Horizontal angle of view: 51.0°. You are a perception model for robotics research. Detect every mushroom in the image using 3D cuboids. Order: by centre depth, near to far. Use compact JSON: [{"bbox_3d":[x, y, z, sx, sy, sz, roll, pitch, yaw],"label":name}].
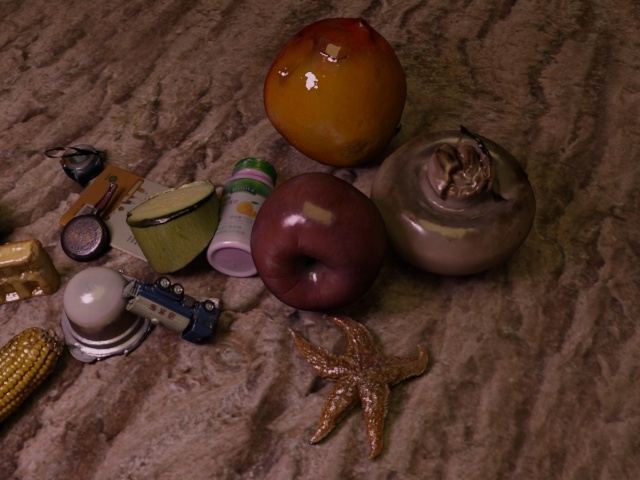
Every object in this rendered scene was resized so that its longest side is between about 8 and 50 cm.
[{"bbox_3d":[0.290,-0.104,1.468,0.362,0.295,0.362,0,55,0],"label":"mushroom"}]

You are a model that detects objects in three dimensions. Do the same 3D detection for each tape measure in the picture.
[{"bbox_3d":[-0.613,-0.221,1.658,0.107,0.180,0.104,37,78,24],"label":"tape measure"}]

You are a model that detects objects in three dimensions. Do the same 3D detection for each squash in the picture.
[{"bbox_3d":[-0.311,-0.044,1.499,0.220,0.133,0.220,-21,27,11],"label":"squash"}]

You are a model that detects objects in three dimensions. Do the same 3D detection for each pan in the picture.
[{"bbox_3d":[-0.530,-0.050,1.573,0.114,0.040,0.212,18,70,9],"label":"pan"}]

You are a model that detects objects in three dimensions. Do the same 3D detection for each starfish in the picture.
[{"bbox_3d":[0.063,0.276,1.333,0.299,0.060,0.302,8,54,4],"label":"starfish"}]

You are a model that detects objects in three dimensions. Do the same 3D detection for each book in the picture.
[{"bbox_3d":[-0.452,-0.066,1.624,0.295,0.020,0.208,22,57,16],"label":"book"}]

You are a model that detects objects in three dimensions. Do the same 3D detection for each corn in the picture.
[{"bbox_3d":[-0.629,0.293,1.303,0.115,0.115,0.318,25,58,19],"label":"corn"}]

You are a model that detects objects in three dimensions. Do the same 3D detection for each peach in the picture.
[{"bbox_3d":[0.039,-0.355,1.624,0.372,0.373,0.290,8,51,7],"label":"peach"}]

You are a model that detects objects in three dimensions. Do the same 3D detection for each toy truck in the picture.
[{"bbox_3d":[-0.305,0.139,1.372,0.201,0.074,0.088,31,48,-25],"label":"toy truck"}]

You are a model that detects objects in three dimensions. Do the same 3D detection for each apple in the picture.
[{"bbox_3d":[0.000,0.000,1.386,0.305,0.306,0.235,7,41,6],"label":"apple"}]

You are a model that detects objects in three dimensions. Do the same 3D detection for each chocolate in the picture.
[{"bbox_3d":[-0.463,0.133,1.389,0.221,0.147,0.221,-3,64,5],"label":"chocolate"}]

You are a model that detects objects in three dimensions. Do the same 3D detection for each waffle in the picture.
[{"bbox_3d":[-0.712,0.083,1.427,0.274,0.168,0.057,-13,60,-10],"label":"waffle"}]

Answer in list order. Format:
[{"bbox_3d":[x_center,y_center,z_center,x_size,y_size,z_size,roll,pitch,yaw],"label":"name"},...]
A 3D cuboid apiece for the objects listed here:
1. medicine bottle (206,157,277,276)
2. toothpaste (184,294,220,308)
[{"bbox_3d":[-0.172,-0.060,1.546,0.133,0.133,0.274,4,52,4],"label":"medicine bottle"},{"bbox_3d":[-0.313,0.133,1.467,0.190,0.031,0.048,3,59,7],"label":"toothpaste"}]
